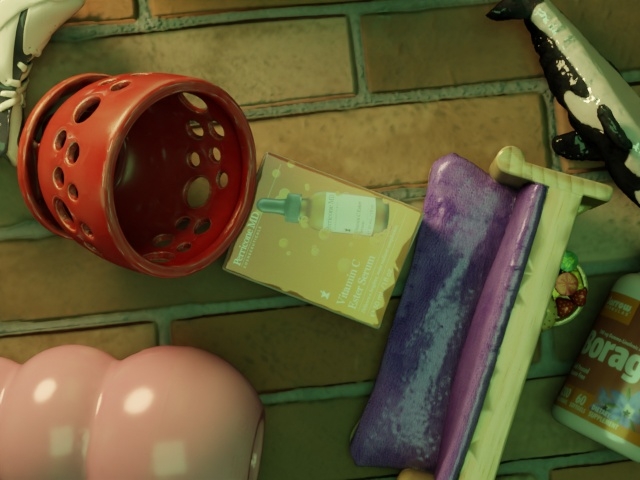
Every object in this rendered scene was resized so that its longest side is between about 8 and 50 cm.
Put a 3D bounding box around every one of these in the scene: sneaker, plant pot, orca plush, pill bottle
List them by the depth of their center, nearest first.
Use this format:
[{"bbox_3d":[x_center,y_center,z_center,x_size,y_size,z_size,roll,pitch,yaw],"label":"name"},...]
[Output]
[{"bbox_3d":[-0.186,-0.071,1.406,0.174,0.191,0.191,13,89,40],"label":"plant pot"},{"bbox_3d":[-0.309,-0.149,1.465,0.235,0.094,0.153,-33,93,-3],"label":"sneaker"},{"bbox_3d":[0.334,0.111,1.492,0.121,0.121,0.216,27,88,-3],"label":"pill bottle"},{"bbox_3d":[0.266,-0.126,1.501,0.287,0.151,0.102,45,118,-5],"label":"orca plush"}]

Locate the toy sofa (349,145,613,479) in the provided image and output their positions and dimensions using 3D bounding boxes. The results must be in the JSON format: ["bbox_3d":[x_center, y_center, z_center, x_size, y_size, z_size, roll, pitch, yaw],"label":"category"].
[{"bbox_3d":[0.151,0.090,1.454,0.177,0.150,0.362,17,89,4],"label":"toy sofa"}]

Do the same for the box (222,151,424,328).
[{"bbox_3d":[0.000,0.000,1.486,0.170,0.091,0.130,20,89,-4],"label":"box"}]

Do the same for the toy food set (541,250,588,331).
[{"bbox_3d":[0.241,0.050,1.536,0.083,0.020,0.082,-19,91,-3],"label":"toy food set"}]

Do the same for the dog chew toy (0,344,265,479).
[{"bbox_3d":[-0.226,0.192,1.425,0.332,0.206,0.206,9,89,5],"label":"dog chew toy"}]
